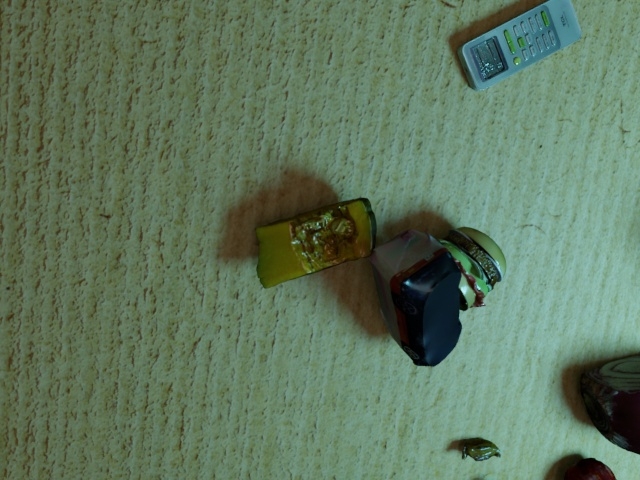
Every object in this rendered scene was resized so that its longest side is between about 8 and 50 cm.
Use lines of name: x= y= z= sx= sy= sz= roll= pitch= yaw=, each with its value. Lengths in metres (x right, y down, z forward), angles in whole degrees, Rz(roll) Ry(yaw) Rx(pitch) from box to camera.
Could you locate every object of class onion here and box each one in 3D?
onion: x=0.731 y=0.388 z=1.267 sx=0.216 sy=0.206 sz=0.207 roll=-17 pitch=103 yaw=-5
onion: x=0.644 y=0.584 z=1.338 sx=0.131 sy=0.131 sz=0.131 roll=-2 pitch=102 yaw=-9

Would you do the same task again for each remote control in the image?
remote control: x=0.405 y=-0.402 z=1.143 sx=0.250 sy=0.034 sz=0.103 roll=-27 pitch=104 yaw=-3

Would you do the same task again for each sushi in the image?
sushi: x=0.371 y=0.490 z=1.309 sx=0.099 sy=0.050 sz=0.047 roll=0 pitch=96 yaw=-3

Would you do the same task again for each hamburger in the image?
hamburger: x=0.298 y=0.047 z=1.153 sx=0.137 sy=0.175 sz=0.175 roll=-41 pitch=105 yaw=-9

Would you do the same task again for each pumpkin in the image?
pumpkin: x=-0.004 y=0.001 z=1.121 sx=0.248 sy=0.126 sz=0.131 roll=-13 pitch=98 yaw=11

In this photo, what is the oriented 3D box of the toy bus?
toy bus: x=0.192 y=0.118 z=1.104 sx=0.127 sy=0.147 sz=0.303 roll=-34 pitch=141 yaw=-14
